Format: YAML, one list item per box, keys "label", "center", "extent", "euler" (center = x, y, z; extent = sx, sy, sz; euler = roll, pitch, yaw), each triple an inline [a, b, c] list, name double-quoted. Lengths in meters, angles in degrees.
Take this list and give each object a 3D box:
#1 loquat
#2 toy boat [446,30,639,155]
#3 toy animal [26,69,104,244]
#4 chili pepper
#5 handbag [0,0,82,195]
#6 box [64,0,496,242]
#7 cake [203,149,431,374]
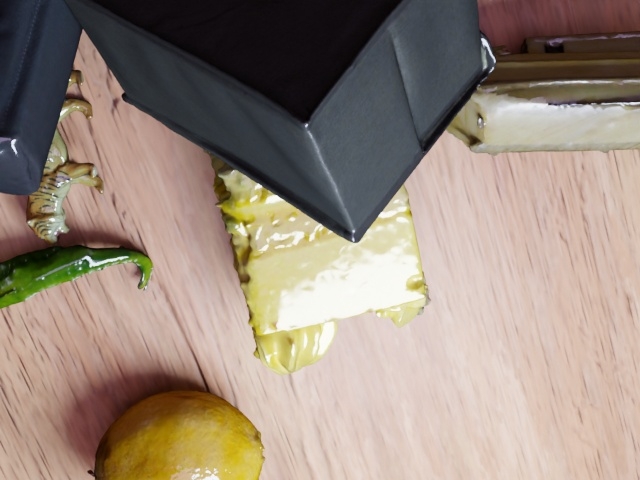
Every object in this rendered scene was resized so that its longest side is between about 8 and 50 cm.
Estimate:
- label: "loquat"
  center: [-0.186, 0.287, 1.234]
  extent: [0.234, 0.187, 0.176]
  euler: [-8, 119, 4]
- label: "toy boat"
  center: [0.359, -0.181, 1.152]
  extent: [0.445, 0.162, 0.136]
  euler: [1, 138, 11]
- label: "toy animal"
  center: [-0.320, -0.110, 1.159]
  extent: [0.099, 0.057, 0.241]
  euler: [-7, 109, -4]
- label: "chili pepper"
  center: [-0.391, 0.057, 1.198]
  extent: [0.359, 0.076, 0.085]
  euler: [-9, 105, -3]
- label: "handbag"
  center: [-0.387, -0.202, 0.963]
  extent: [0.275, 0.178, 0.302]
  euler: [7, 68, 0]
- label: "box"
  center: [-0.041, -0.212, 0.954]
  extent: [0.345, 0.204, 0.251]
  euler: [31, 73, 26]
- label: "cake"
  center: [0.000, 0.000, 1.149]
  extent: [0.227, 0.222, 0.286]
  euler: [-14, 109, 0]
